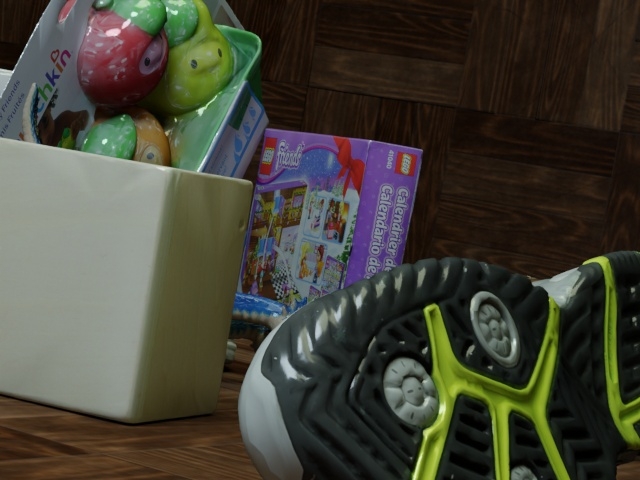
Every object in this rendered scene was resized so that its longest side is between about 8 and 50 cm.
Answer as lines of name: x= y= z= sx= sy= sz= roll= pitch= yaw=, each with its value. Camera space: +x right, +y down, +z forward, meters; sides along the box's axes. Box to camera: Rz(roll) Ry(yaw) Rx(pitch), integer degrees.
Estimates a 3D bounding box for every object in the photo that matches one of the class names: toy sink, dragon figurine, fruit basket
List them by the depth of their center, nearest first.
toy sink: x=-0.179 y=0.015 z=1.132 sx=0.234 sy=0.153 sz=0.131 roll=9 pitch=2 yaw=22
dragon figurine: x=-0.113 y=0.005 z=1.335 sx=0.144 sy=0.085 sz=0.289 roll=-14 pitch=57 yaw=-41
fruit basket: x=-0.174 y=-0.147 z=1.737 sx=0.165 sy=0.327 sz=0.353 roll=19 pitch=-20 yaw=18

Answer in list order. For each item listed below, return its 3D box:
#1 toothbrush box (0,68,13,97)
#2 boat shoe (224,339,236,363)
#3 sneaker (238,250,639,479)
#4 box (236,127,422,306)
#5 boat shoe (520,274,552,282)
toothbrush box: x=-0.408 y=-0.086 z=1.944 sx=0.126 sy=0.216 sz=0.295 roll=9 pitch=1 yaw=-16
boat shoe: x=-0.164 y=0.020 z=1.488 sx=0.118 sy=0.103 sz=0.320 roll=9 pitch=12 yaw=-31
sneaker: x=0.068 y=0.093 z=0.909 sx=0.147 sy=0.145 sz=0.384 roll=-25 pitch=-14 yaw=29
box: x=0.000 y=0.000 z=1.721 sx=0.057 sy=0.201 sz=0.293 roll=9 pitch=3 yaw=-21
boat shoe: x=0.206 y=0.089 z=1.791 sx=0.307 sy=0.111 sz=0.104 roll=0 pitch=0 yaw=31
